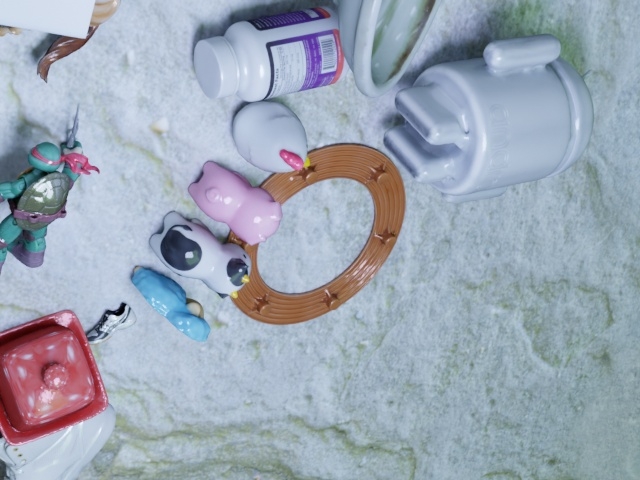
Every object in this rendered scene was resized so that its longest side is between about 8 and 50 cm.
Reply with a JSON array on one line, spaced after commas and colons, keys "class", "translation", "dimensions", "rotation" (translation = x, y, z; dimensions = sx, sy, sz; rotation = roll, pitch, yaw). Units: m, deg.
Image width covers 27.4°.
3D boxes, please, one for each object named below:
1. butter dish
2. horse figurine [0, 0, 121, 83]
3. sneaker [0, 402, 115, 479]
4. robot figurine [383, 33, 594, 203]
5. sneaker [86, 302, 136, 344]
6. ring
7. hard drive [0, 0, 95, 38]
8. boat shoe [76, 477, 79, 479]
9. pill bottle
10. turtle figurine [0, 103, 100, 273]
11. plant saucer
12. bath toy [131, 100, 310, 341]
[{"class": "butter dish", "translation": [-0.376, 0.189, 1.807], "dimensions": [0.160, 0.118, 0.160], "rotation": [-20, 92, -24]}, {"class": "horse figurine", "translation": [-0.287, -0.299, 1.533], "dimensions": [0.174, 0.066, 0.263], "rotation": [-20, 156, -27]}, {"class": "sneaker", "translation": [-0.449, 0.336, 1.927], "dimensions": [0.169, 0.108, 0.292], "rotation": [34, 89, -46]}, {"class": "robot figurine", "translation": [0.271, -0.181, 1.997], "dimensions": [0.353, 0.200, 0.300], "rotation": [-13, 139, -30]}, {"class": "sneaker", "translation": [-0.311, 0.120, 1.914], "dimensions": [0.083, 0.032, 0.037], "rotation": [-33, 123, -20]}, {"class": "ring", "translation": [0.000, 0.000, 2.056], "dimensions": [0.336, 0.032, 0.336], "rotation": [-20, 133, -23]}, {"class": "hard drive", "translation": [-0.395, -0.337, 1.345], "dimensions": [0.353, 0.047, 0.233], "rotation": [8, 134, -19]}, {"class": "boat shoe", "translation": [-0.392, 0.423, 2.065], "dimensions": [0.063, 0.059, 0.170], "rotation": [-27, 136, -18]}, {"class": "pill bottle", "translation": [-0.066, -0.245, 1.751], "dimensions": [0.193, 0.108, 0.108], "rotation": [-16, 131, -28]}, {"class": "turtle figurine", "translation": [-0.373, -0.061, 1.659], "dimensions": [0.175, 0.118, 0.234], "rotation": [-1, 129, -38]}, {"class": "plant saucer", "translation": [0.100, -0.386, 1.693], "dimensions": [0.400, 0.100, 0.400], "rotation": [22, 90, -78]}, {"class": "bath toy", "translation": [-0.121, -0.030, 1.865], "dimensions": [0.151, 0.129, 0.348], "rotation": [20, 108, -45]}]
